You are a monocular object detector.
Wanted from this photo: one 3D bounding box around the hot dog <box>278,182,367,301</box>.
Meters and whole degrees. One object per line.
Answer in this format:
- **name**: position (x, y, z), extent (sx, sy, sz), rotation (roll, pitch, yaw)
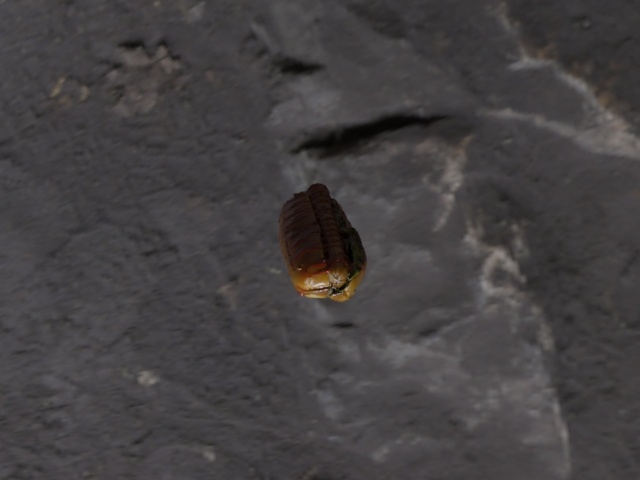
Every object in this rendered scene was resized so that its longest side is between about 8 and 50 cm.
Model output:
- **hot dog**: position (0.000, -0.002, 1.177), extent (0.062, 0.144, 0.038), rotation (4, 119, -9)
